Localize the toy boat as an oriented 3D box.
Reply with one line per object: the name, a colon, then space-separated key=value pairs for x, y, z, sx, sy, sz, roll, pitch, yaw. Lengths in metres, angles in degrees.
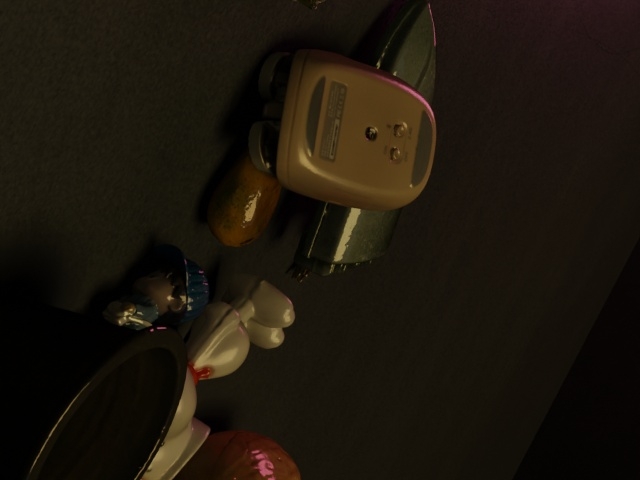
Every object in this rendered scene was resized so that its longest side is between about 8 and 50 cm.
toy boat: x=0.060 y=-0.114 z=1.805 sx=0.141 sy=0.092 sz=0.320 roll=-15 pitch=128 yaw=-59

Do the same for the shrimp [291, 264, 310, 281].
shrimp: x=0.000 y=0.000 z=1.929 sx=0.108 sy=0.023 sz=0.059 roll=-47 pitch=148 yaw=-23

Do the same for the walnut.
walnut: x=-0.104 y=0.308 z=1.959 sx=0.165 sy=0.165 sz=0.197 roll=-61 pitch=159 yaw=11

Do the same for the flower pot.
flower pot: x=-0.238 y=0.144 z=1.421 sx=0.235 sy=0.148 sz=0.235 roll=-49 pitch=158 yaw=-28

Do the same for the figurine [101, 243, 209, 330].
figurine: x=-0.163 y=0.068 z=1.589 sx=0.136 sy=0.079 sz=0.077 roll=-51 pitch=-159 yaw=-27

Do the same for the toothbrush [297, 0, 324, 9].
toothbrush: x=0.087 y=-0.300 z=1.656 sx=0.413 sy=0.042 sz=0.035 roll=-35 pitch=151 yaw=-49

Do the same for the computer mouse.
computer mouse: x=0.022 y=-0.108 z=1.650 sx=0.236 sy=0.082 sz=0.145 roll=11 pitch=87 yaw=-45

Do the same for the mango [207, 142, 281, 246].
mango: x=-0.074 y=-0.047 z=1.648 sx=0.079 sy=0.057 sz=0.114 roll=-6 pitch=119 yaw=-59

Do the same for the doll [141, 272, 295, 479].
doll: x=-0.139 y=0.162 z=1.687 sx=0.271 sy=0.144 sz=0.208 roll=-36 pitch=158 yaw=-57
